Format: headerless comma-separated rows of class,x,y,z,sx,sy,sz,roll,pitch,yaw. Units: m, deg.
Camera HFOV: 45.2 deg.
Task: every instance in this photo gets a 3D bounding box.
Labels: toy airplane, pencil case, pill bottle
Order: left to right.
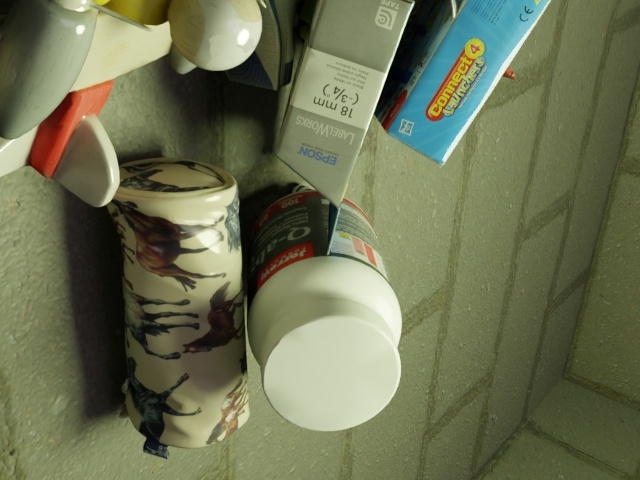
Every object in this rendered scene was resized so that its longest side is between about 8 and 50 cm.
toy airplane,-0.191,-0.202,0.728,0.384,0.272,0.386,83,25,-67
pencil case,-0.190,0.083,1.008,0.184,0.160,0.410,-3,117,-8
pill bottle,0.000,0.085,1.087,0.363,0.210,0.210,-101,-164,-64

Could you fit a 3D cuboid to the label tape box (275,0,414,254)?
label tape box,0.012,-0.187,1.006,0.240,0.106,0.333,-85,-167,-63

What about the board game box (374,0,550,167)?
board game box,0.178,-0.282,1.007,0.308,0.086,0.302,-58,-166,15

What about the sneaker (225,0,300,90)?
sneaker,-0.048,-0.361,0.978,0.182,0.127,0.315,-36,135,-36

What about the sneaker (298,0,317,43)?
sneaker,0.085,-0.408,1.145,0.111,0.121,0.300,26,88,-59

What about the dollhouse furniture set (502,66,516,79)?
dollhouse furniture set,0.255,-0.447,1.340,0.374,0.152,0.201,17,96,-58

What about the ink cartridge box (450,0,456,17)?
ink cartridge box,0.101,-0.468,0.877,0.330,0.071,0.324,-74,151,-46

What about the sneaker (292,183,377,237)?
sneaker,0.000,0.000,1.330,0.229,0.086,0.132,31,88,-47
